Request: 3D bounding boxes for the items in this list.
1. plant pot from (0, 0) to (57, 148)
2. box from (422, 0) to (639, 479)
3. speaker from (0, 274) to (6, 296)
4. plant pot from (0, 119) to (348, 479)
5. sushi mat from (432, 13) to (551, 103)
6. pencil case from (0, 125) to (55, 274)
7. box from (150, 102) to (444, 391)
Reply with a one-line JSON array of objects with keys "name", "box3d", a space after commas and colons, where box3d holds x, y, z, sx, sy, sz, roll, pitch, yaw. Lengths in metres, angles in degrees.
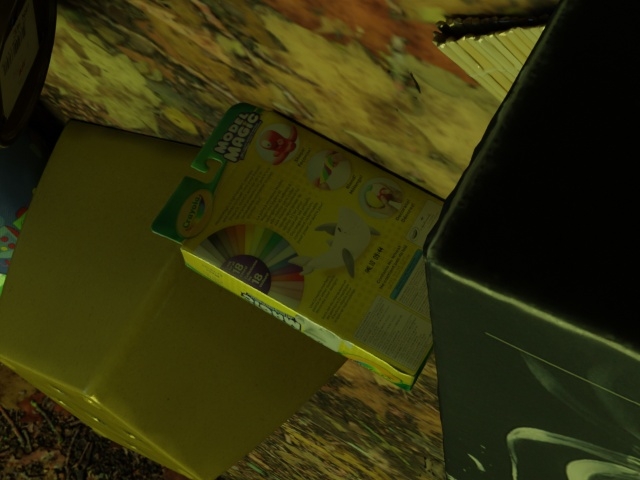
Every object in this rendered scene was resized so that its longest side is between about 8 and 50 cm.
[{"name": "plant pot", "box3d": [-0.281, -0.133, 0.814, 0.230, 0.215, 0.215, 15, 162, 3]}, {"name": "box", "box3d": [0.226, 0.066, 0.442, 0.343, 0.179, 0.312, 24, 161, 17]}, {"name": "speaker", "box3d": [-0.184, 0.068, 1.315, 0.296, 0.131, 0.131, 35, 163, -11]}, {"name": "plant pot", "box3d": [-0.119, 0.057, 1.056, 0.212, 0.187, 0.212, 15, 158, 45]}, {"name": "sushi mat", "box3d": [0.195, 0.001, 0.628, 0.316, 0.019, 0.151, 40, 160, -27]}, {"name": "pencil case", "box3d": [-0.307, -0.096, 1.066, 0.133, 0.119, 0.306, 43, 176, 44]}, {"name": "box", "box3d": [0.000, 0.000, 0.822, 0.179, 0.105, 0.043, 30, 163, 9]}]
